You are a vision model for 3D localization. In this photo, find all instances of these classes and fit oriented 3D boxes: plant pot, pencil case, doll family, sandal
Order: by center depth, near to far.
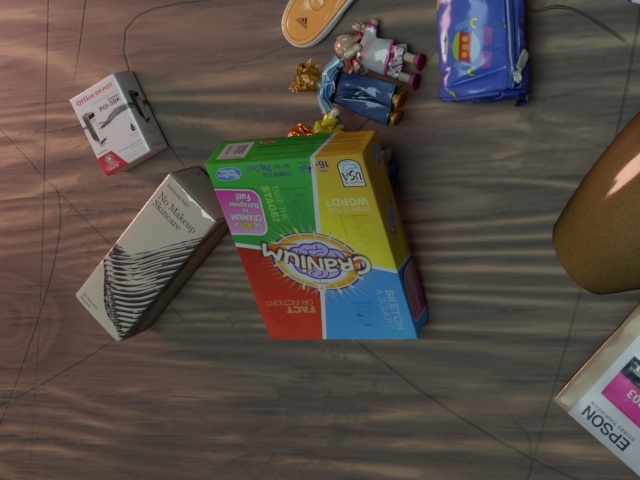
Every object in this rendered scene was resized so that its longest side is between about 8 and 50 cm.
[{"bbox_3d":[0.422,-0.042,1.717,0.254,0.237,0.237,-38,83,40],"label":"plant pot"},{"bbox_3d":[0.217,-0.327,1.797,0.133,0.119,0.306,9,105,48],"label":"pencil case"},{"bbox_3d":[0.022,-0.380,1.902,0.102,0.076,0.265,39,113,13],"label":"sandal"},{"bbox_3d":[0.034,-0.182,1.910,0.163,0.118,0.263,20,107,21],"label":"doll family"}]

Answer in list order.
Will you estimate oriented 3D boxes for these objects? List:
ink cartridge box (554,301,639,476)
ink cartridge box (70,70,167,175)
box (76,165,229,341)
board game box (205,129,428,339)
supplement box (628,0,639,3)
[{"bbox_3d":[0.464,0.215,1.804,0.234,0.088,0.193,41,112,12],"label":"ink cartridge box"},{"bbox_3d":[-0.314,-0.182,2.106,0.099,0.056,0.135,-27,88,27],"label":"ink cartridge box"},{"bbox_3d":[-0.251,0.021,2.094,0.113,0.094,0.275,44,115,11],"label":"box"},{"bbox_3d":[0.000,0.000,1.920,0.242,0.064,0.317,-3,125,25],"label":"board game box"},{"bbox_3d":[0.503,-0.325,1.671,0.220,0.114,0.111,19,106,22],"label":"supplement box"}]
